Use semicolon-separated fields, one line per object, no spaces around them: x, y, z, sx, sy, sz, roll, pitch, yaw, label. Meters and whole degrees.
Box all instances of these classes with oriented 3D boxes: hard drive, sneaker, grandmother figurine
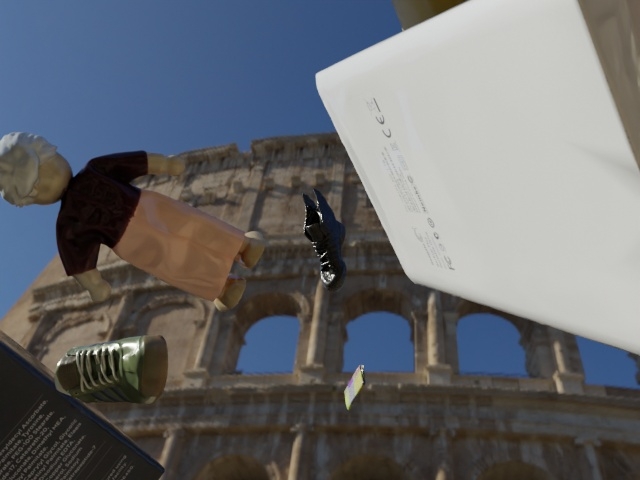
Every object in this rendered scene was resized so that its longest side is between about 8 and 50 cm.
0.106;-0.044;0.440;0.040;0.319;0.210;-30;-76;-14;hard drive
-0.215;0.133;0.659;0.086;0.064;0.192;3;-16;-27;sneaker
-0.248;-0.024;0.839;0.342;0.207;0.104;30;-22;-21;grandmother figurine
0.002;-0.001;1.160;0.051;0.170;0.089;-21;-40;33;sneaker

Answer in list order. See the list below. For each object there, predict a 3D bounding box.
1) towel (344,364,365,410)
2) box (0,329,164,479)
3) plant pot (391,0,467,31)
0.072;0.304;1.377;0.009;0.060;0.083;18;-62;-15;towel
-0.577;0.260;0.998;0.480;0.297;0.471;22;-26;37;box
0.175;-0.236;0.623;0.254;0.254;0.239;-25;-53;26;plant pot
